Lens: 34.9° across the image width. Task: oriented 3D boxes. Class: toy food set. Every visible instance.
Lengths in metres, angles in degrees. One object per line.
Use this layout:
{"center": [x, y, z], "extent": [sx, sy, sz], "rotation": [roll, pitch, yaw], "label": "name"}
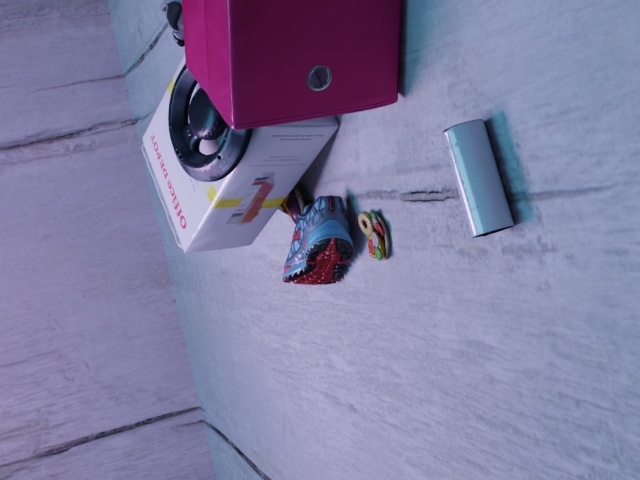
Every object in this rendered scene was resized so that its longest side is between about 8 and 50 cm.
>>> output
{"center": [0.087, -0.007, 1.622], "extent": [0.082, 0.020, 0.083], "rotation": [-169, 68, -70], "label": "toy food set"}

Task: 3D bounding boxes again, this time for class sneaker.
{"center": [-0.084, -0.082, 1.955], "extent": [0.185, 0.083, 0.070], "rotation": [-118, 10, -46], "label": "sneaker"}
{"center": [0.000, 0.000, 1.809], "extent": [0.262, 0.104, 0.125], "rotation": [130, 142, -63], "label": "sneaker"}
{"center": [-0.209, -0.408, 1.923], "extent": [0.228, 0.132, 0.086], "rotation": [34, 177, 21], "label": "sneaker"}

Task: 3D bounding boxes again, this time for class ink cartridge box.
{"center": [-0.159, -0.197, 1.838], "extent": [0.385, 0.160, 0.279], "rotation": [-50, 54, 46], "label": "ink cartridge box"}

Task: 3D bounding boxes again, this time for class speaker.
{"center": [0.189, -0.073, 1.221], "extent": [0.055, 0.055, 0.136], "rotation": [146, 109, -71], "label": "speaker"}

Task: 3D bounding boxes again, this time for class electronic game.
{"center": [-0.182, -0.211, 1.681], "extent": [0.229, 0.048, 0.229], "rotation": [-2, 87, 49], "label": "electronic game"}

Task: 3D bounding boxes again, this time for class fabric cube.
{"center": [-0.046, -0.337, 1.419], "extent": [0.259, 0.254, 0.258], "rotation": [-127, 31, -51], "label": "fabric cube"}
